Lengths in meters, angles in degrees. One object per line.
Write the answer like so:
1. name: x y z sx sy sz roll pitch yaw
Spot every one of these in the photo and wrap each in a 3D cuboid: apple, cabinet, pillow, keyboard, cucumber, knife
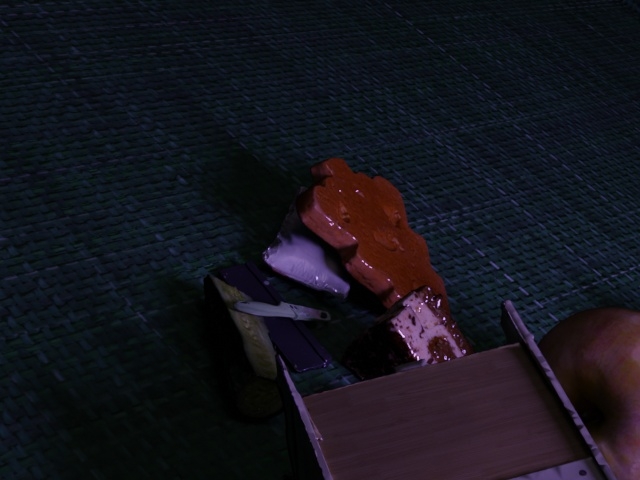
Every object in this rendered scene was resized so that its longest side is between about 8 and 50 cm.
1. apple: 0.380 0.209 1.752 0.234 0.257 0.257 0 40 -46
2. cabinet: 0.125 0.265 1.416 0.290 0.227 0.318 -14 41 -10
3. pillow: 0.000 0.000 1.968 0.128 0.051 0.229 28 31 -2
4. keyboard: -0.061 0.099 1.812 0.060 0.018 0.195 -12 48 -38
5. cucumber: -0.100 0.130 1.705 0.078 0.062 0.211 28 19 -34
6. knife: -0.048 0.089 1.782 0.030 0.014 0.207 47 19 31

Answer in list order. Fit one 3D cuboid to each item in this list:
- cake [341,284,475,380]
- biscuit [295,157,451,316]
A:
1. cake: 0.139 0.193 1.800 0.112 0.135 0.246 -37 97 -44
2. biscuit: 0.083 0.015 1.962 0.306 0.043 0.284 56 26 13
